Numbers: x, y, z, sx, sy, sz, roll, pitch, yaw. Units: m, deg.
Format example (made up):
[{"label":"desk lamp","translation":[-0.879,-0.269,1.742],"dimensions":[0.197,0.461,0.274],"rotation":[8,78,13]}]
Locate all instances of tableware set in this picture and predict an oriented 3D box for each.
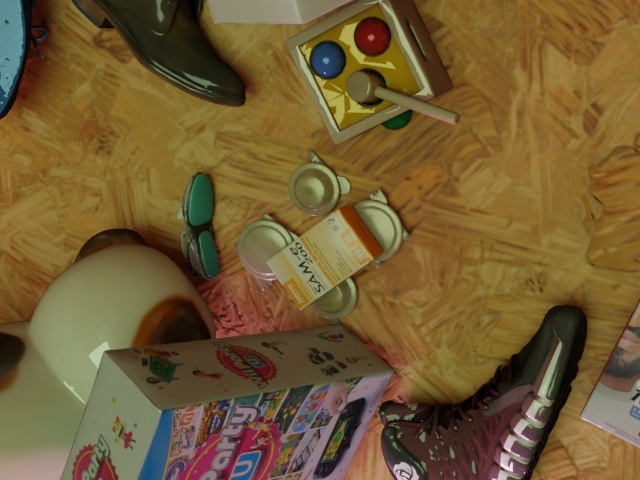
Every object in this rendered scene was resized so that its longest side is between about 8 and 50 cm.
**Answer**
[{"label":"tableware set","translation":[0.000,0.000,1.275],"dimensions":[0.141,0.020,0.169],"rotation":[40,112,7]}]

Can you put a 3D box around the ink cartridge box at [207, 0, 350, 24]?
[{"label":"ink cartridge box","translation":[-0.014,-0.359,1.037],"dimensions":[0.131,0.226,0.306],"rotation":[12,126,51]}]

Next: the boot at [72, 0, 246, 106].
[{"label":"boot","translation":[-0.146,-0.228,1.244],"dimensions":[0.219,0.082,0.106],"rotation":[37,115,12]}]

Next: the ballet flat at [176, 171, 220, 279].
[{"label":"ballet flat","translation":[-0.133,-0.015,1.314],"dimensions":[0.041,0.041,0.114],"rotation":[-2,101,22]}]

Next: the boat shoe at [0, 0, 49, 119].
[{"label":"boat shoe","translation":[-0.327,-0.251,1.310],"dimensions":[0.109,0.089,0.258],"rotation":[14,103,4]}]

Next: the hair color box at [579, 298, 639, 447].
[{"label":"hair color box","translation":[0.319,0.110,1.159],"dimensions":[0.093,0.053,0.167],"rotation":[27,109,14]}]

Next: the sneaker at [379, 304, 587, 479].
[{"label":"sneaker","translation":[0.141,0.166,1.216],"dimensions":[0.162,0.106,0.281],"rotation":[25,111,17]}]

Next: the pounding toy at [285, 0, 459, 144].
[{"label":"pounding toy","translation":[0.057,-0.154,1.172],"dimensions":[0.130,0.100,0.141],"rotation":[-25,93,25]}]

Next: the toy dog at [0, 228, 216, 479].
[{"label":"toy dog","translation":[-0.298,0.156,1.268],"dimensions":[0.408,0.284,0.395],"rotation":[-30,122,-12]}]

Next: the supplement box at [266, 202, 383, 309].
[{"label":"supplement box","translation":[0.004,0.017,1.246],"dimensions":[0.098,0.036,0.062],"rotation":[-37,88,23]}]

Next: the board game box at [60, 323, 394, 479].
[{"label":"board game box","translation":[-0.095,0.204,1.197],"dimensions":[0.097,0.303,0.224],"rotation":[39,118,35]}]
